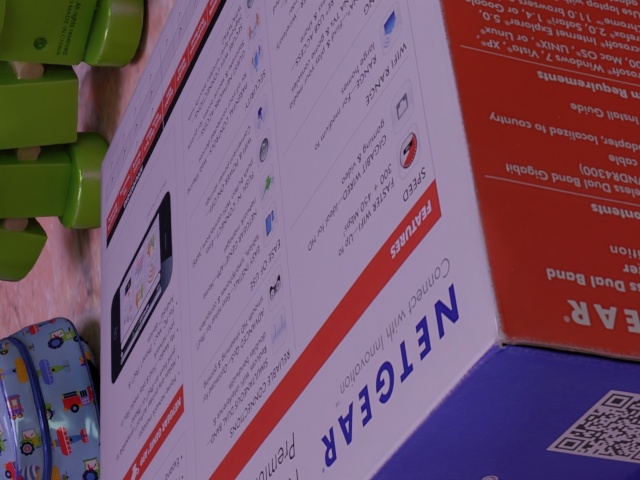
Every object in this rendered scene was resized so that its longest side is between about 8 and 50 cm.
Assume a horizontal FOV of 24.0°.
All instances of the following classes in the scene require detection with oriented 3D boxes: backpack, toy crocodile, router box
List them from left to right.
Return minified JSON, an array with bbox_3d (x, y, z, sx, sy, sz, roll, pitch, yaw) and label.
[{"bbox_3d":[-0.217,0.139,1.058,0.173,0.117,0.158,-44,56,53],"label":"backpack"},{"bbox_3d":[-0.193,-0.106,0.978,0.105,0.115,0.340,59,142,44],"label":"toy crocodile"},{"bbox_3d":[0.000,0.000,0.558,0.335,0.082,0.301,125,148,-48],"label":"router box"}]
